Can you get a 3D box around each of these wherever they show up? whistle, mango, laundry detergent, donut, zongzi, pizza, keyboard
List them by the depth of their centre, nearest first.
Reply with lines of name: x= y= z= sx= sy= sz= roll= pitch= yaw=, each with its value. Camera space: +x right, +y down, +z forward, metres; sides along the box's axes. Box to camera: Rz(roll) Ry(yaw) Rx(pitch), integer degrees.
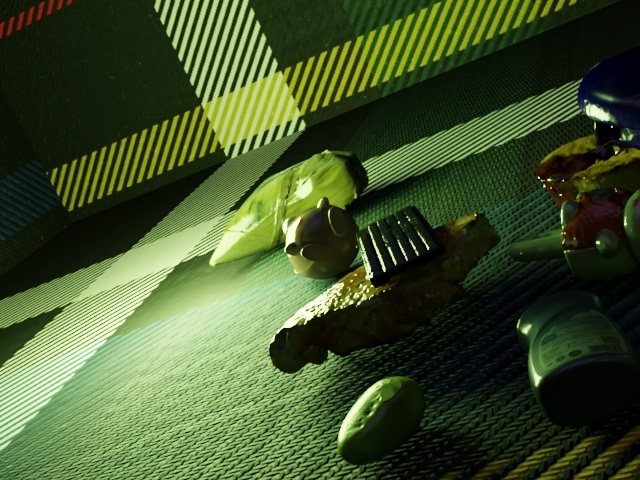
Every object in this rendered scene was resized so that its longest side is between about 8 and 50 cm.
laundry detergent: x=0.235 y=0.096 z=0.915 sx=0.096 sy=0.061 sz=0.206 roll=-24 pitch=14 yaw=12
mango: x=0.057 y=0.174 z=0.944 sx=0.073 sy=0.056 sz=0.108 roll=-17 pitch=18 yaw=49
whistle: x=0.321 y=-0.008 z=1.075 sx=0.253 sy=0.106 sz=0.101 roll=-12 pitch=-22 yaw=43
pizza: x=0.096 y=0.068 z=1.188 sx=0.335 sy=0.086 sz=0.226 roll=-29 pitch=11 yaw=-16
keyboard: x=0.092 y=0.002 z=1.242 sx=0.101 sy=0.018 sz=0.310 roll=-26 pitch=10 yaw=4
donut: x=0.383 y=-0.093 z=1.314 sx=0.184 sy=0.073 sz=0.166 roll=-12 pitch=19 yaw=39
zongzi: x=-0.056 y=-0.053 z=1.811 sx=0.250 sy=0.125 sz=0.274 roll=-22 pitch=15 yaw=41

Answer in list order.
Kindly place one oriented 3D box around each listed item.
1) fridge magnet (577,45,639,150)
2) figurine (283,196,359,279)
fridge magnet: x=0.454 y=-0.187 z=1.220 sx=0.265 sy=0.113 sz=0.265 roll=-12 pitch=26 yaw=6
figurine: x=0.000 y=0.000 z=1.528 sx=0.125 sy=0.125 sz=0.138 roll=-27 pitch=1 yaw=-9
